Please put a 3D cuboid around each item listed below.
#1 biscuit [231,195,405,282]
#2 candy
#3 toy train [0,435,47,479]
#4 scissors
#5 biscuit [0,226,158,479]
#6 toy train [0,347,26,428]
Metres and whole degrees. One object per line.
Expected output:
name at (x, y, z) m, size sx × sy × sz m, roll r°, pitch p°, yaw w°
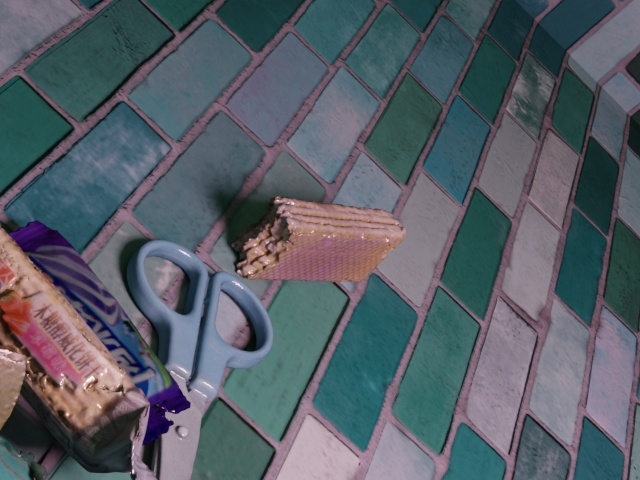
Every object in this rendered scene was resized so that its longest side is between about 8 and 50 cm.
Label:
biscuit at (0.000, 0.000, 1.650) m, size 0.239 × 0.108 × 0.062 m, roll 4°, pitch 50°, yaw -50°
candy at (-0.244, 0.085, 1.280) m, size 0.275 × 0.070 × 0.145 m, roll 49°, pitch 33°, yaw 9°
toy train at (-0.311, 0.224, 1.007) m, size 0.203 × 0.112 × 0.163 m, roll 22°, pitch 33°, yaw -38°
scissors at (-0.141, 0.170, 1.355) m, size 0.192 × 0.029 × 0.447 m, roll 34°, pitch 33°, yaw -22°
biscuit at (-0.243, 0.088, 1.131) m, size 0.079 × 0.186 × 0.309 m, roll -41°, pitch 81°, yaw -15°
toy train at (-0.342, 0.084, 1.044) m, size 0.137 × 0.090 × 0.225 m, roll 24°, pitch -3°, yaw -39°
